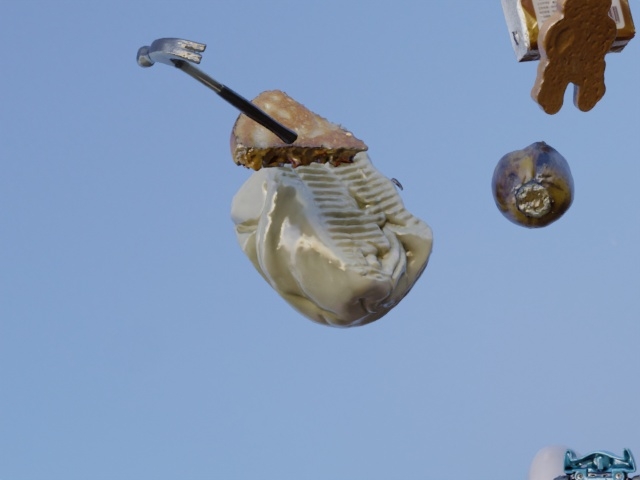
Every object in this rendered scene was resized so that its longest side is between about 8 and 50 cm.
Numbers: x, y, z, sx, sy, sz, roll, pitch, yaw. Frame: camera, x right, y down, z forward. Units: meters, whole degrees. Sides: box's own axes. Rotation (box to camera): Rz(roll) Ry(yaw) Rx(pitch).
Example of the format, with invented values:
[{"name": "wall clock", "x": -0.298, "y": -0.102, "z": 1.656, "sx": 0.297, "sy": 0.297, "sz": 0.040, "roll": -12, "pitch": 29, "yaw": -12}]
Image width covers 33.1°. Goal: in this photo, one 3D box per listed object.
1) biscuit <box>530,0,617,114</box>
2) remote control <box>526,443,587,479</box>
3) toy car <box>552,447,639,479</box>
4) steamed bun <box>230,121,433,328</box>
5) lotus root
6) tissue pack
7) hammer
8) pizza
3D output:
[{"name": "biscuit", "x": 0.425, "y": -0.323, "z": 1.800, "sx": 0.144, "sy": 0.040, "sz": 0.236, "roll": -11, "pitch": -59, "yaw": -24}, {"name": "remote control", "x": 0.334, "y": 0.413, "z": 1.339, "sx": 0.103, "sy": 0.332, "sz": 0.221, "roll": -24, "pitch": -37, "yaw": 27}, {"name": "toy car", "x": 0.309, "y": 0.300, "z": 1.143, "sx": 0.126, "sy": 0.161, "sz": 0.098, "roll": -10, "pitch": -11, "yaw": 30}, {"name": "steamed bun", "x": 0.000, "y": 0.000, "z": 1.812, "sx": 0.346, "sy": 0.394, "sz": 0.237, "roll": 26, "pitch": -53, "yaw": -22}, {"name": "lotus root", "x": 0.312, "y": -0.081, "z": 1.587, "sx": 0.120, "sy": 0.120, "sz": 0.209, "roll": -48, "pitch": 9, "yaw": 22}, {"name": "tissue pack", "x": 0.458, "y": -0.437, "z": 2.020, "sx": 0.226, "sy": 0.183, "sz": 0.092, "roll": -9, "pitch": -14, "yaw": -12}, {"name": "hammer", "x": -0.118, "y": -0.192, "z": 1.415, "sx": 0.246, "sy": 0.103, "sz": 0.029, "roll": 31, "pitch": -111, "yaw": -34}, {"name": "pizza", "x": -0.028, "y": -0.142, "z": 1.562, "sx": 0.188, "sy": 0.199, "sz": 0.062, "roll": -64, "pitch": -13, "yaw": -48}]
